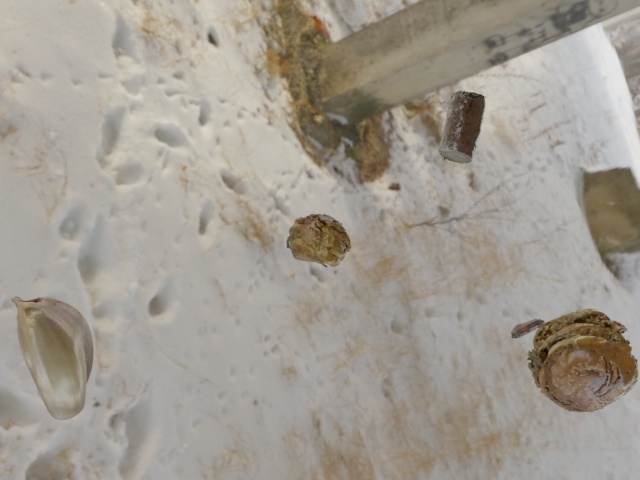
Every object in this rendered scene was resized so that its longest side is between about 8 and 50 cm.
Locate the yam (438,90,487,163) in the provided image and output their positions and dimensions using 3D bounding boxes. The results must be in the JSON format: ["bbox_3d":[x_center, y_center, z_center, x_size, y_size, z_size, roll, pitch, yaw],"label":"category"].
[{"bbox_3d":[0.289,-0.232,1.308,0.079,0.079,0.141,30,71,-53],"label":"yam"}]

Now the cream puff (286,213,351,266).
[{"bbox_3d":[0.000,0.000,1.248,0.133,0.120,0.104,12,83,-54],"label":"cream puff"}]

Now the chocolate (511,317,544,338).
[{"bbox_3d":[0.474,0.200,1.477,0.028,0.086,0.182,64,14,14],"label":"chocolate"}]

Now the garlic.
[{"bbox_3d":[-0.453,0.196,1.120,0.217,0.110,0.227,-128,-154,-53],"label":"garlic"}]

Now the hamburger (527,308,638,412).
[{"bbox_3d":[0.644,0.305,1.604,0.211,0.261,0.244,-67,169,-68],"label":"hamburger"}]
